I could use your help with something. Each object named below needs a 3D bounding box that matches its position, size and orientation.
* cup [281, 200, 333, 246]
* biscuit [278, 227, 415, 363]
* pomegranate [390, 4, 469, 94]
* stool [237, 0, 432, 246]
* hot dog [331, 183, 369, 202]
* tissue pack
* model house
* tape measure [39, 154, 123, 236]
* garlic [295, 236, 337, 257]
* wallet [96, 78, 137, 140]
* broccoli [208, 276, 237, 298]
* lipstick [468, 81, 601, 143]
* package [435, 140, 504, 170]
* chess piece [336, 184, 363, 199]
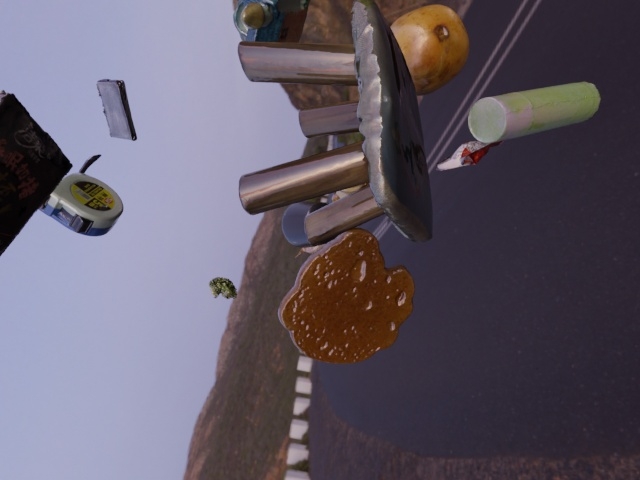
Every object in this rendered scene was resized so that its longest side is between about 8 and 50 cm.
[{"bbox_3d":[-0.016,-0.073,1.671,0.223,0.169,0.176,-36,18,-28],"label":"cup"},{"bbox_3d":[0.077,0.153,1.262,0.074,0.358,0.381,-131,53,-75],"label":"biscuit"},{"bbox_3d":[0.334,-0.615,1.520,0.307,0.307,0.308,11,-90,-89],"label":"pomegranate"},{"bbox_3d":[0.036,-0.148,0.725,0.310,0.226,0.311,28,-125,-64],"label":"stool"},{"bbox_3d":[0.112,-0.153,1.484,0.269,0.072,0.115,151,117,-63],"label":"hot dog"},{"bbox_3d":[-0.678,-0.112,0.939,0.245,0.123,0.332,80,-152,-58],"label":"tissue pack"},{"bbox_3d":[-0.172,-0.631,1.272,0.267,0.194,0.325,-67,-6,32],"label":"model house"},{"bbox_3d":[-0.720,-0.145,1.493,0.098,0.215,0.351,-46,16,25],"label":"tape measure"},{"bbox_3d":[-0.006,0.002,1.834,0.091,0.198,0.128,60,-164,-5],"label":"garlic"},{"bbox_3d":[-0.758,-0.488,1.748,0.036,0.167,0.222,-31,-55,-43],"label":"wallet"},{"bbox_3d":[-0.323,0.166,1.567,0.092,0.095,0.097,40,138,42],"label":"broccoli"},{"bbox_3d":[0.369,-0.219,0.791,0.076,0.304,0.076,31,130,45],"label":"lipstick"},{"bbox_3d":[0.493,-0.288,1.474,0.194,0.269,0.071,6,120,58],"label":"package"},{"bbox_3d":[0.086,-0.126,1.362,0.200,0.090,0.090,83,-165,-50],"label":"chess piece"}]
